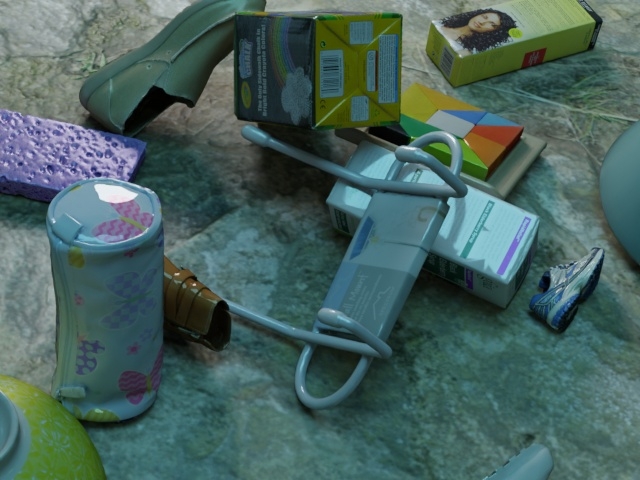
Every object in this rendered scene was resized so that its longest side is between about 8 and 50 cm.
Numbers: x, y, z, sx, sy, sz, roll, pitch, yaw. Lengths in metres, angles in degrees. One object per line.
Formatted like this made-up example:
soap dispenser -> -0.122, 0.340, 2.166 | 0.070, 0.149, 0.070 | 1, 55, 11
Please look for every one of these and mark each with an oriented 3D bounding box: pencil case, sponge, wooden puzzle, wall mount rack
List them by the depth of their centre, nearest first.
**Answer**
pencil case -> -0.225, 0.066, 1.650 | 0.124, 0.273, 0.113 | -16, 46, -26
wall mount rack -> 0.000, 0.000, 1.778 | 0.304, 0.130, 0.350 | 8, 68, 50
sponge -> -0.329, -0.097, 1.943 | 0.210, 0.031, 0.117 | 13, 46, 4
wooden puzzle -> 0.156, -0.134, 1.981 | 0.221, 0.044, 0.238 | 23, 26, 13

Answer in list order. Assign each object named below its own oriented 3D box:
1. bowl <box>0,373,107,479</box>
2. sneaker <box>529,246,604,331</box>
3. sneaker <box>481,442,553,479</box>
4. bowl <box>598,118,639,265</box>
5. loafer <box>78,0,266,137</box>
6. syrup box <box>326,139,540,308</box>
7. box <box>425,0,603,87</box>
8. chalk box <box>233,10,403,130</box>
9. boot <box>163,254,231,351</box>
bowl -> -0.350, 0.225, 1.560 | 0.289, 0.156, 0.289 | 4, 47, -4
sneaker -> 0.292, 0.046, 1.890 | 0.058, 0.052, 0.135 | 27, 49, 21
sneaker -> 0.173, 0.301, 1.627 | 0.095, 0.090, 0.235 | 42, 58, 12
bowl -> 0.513, -0.086, 1.943 | 0.311, 0.163, 0.312 | 5, 55, -7
loafer -> -0.172, -0.217, 1.994 | 0.268, 0.102, 0.092 | -33, 74, 9
syrup box -> 0.135, -0.019, 1.877 | 0.237, 0.093, 0.096 | 26, 75, 14
box -> 0.265, -0.281, 2.181 | 0.232, 0.058, 0.087 | -18, 53, -23
chalk box -> -0.018, -0.206, 1.885 | 0.132, 0.132, 0.213 | -7, 13, -35
boot -> -0.172, 0.037, 1.730 | 0.152, 0.197, 0.073 | 30, 71, 28
